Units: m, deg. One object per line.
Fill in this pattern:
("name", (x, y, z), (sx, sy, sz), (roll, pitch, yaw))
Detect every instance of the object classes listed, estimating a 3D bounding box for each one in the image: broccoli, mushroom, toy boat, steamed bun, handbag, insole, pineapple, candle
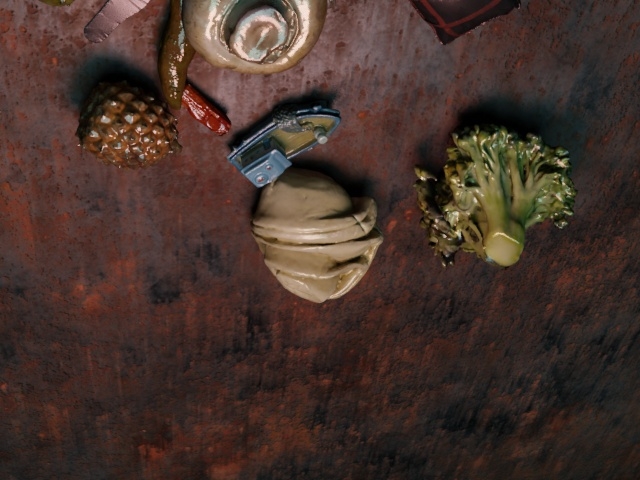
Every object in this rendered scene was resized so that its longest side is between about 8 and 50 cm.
("broccoli", (0.354, -0.091, 1.728), (0.324, 0.272, 0.334), (41, 130, 4))
("mushroom", (-0.099, -0.379, 1.348), (0.255, 0.184, 0.255), (-4, 125, -6))
("toy boat", (-0.065, -0.190, 1.600), (0.238, 0.098, 0.109), (-30, 136, 15))
("steamed bun", (-0.003, 0.000, 1.726), (0.276, 0.203, 0.289), (-6, 134, -8))
("handbag", (0.216, -0.446, 1.380), (0.169, 0.155, 0.215), (-23, 138, 28))
("insole", (-0.342, -0.388, 1.400), (0.152, 0.002, 0.053), (-38, 131, 21))
("pineapple", (-0.333, -0.196, 1.487), (0.193, 0.166, 0.166), (23, 125, -31))
("candle", (-0.226, -0.254, 1.526), (0.048, 0.053, 0.162), (-11, 139, 43))

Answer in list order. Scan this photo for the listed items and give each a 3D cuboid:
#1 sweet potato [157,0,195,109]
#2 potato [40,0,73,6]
("sweet potato", (-0.244, -0.349, 1.420), (0.067, 0.067, 0.274), (1, 123, -15))
("potato", (-0.399, -0.463, 1.250), (0.117, 0.090, 0.225), (8, 125, -13))
